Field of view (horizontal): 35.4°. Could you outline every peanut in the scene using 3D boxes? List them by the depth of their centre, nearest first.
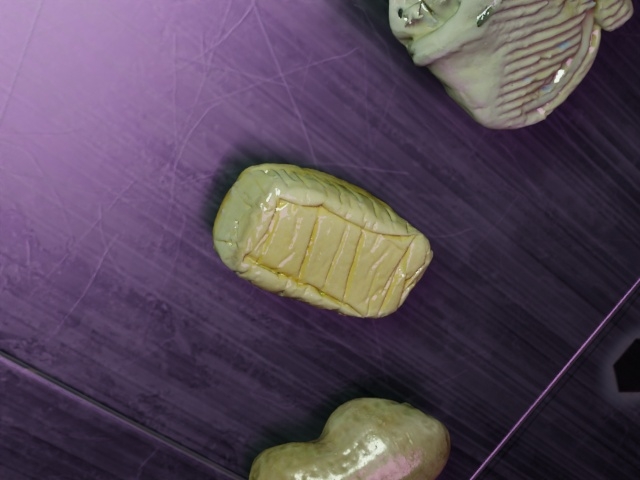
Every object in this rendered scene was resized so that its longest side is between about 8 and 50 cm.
[{"bbox_3d":[0.036,0.275,1.237,0.253,0.137,0.122,-26,160,-8],"label":"peanut"}]

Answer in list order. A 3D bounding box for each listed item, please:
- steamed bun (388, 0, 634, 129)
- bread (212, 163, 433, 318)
[{"bbox_3d":[0.181,-0.274,1.021,0.268,0.207,0.280,-47,146,3],"label":"steamed bun"},{"bbox_3d":[0.000,0.000,1.112,0.236,0.106,0.140,21,102,-27],"label":"bread"}]
